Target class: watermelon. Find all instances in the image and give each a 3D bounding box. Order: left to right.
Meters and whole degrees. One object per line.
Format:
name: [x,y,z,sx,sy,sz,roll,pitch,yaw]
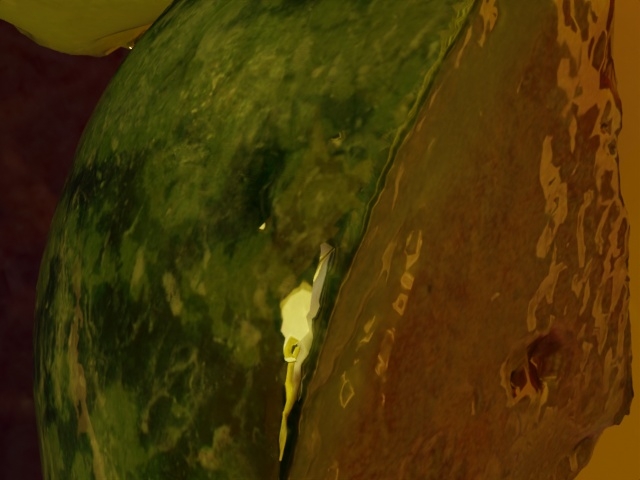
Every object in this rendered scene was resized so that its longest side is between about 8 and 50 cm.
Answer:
watermelon: [0.000,0.000,0.442,0.176,0.260,0.256,27,-82,-42]

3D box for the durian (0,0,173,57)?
durian: [-0.091,-0.214,0.506,0.256,0.204,0.340,-13,-42,19]
